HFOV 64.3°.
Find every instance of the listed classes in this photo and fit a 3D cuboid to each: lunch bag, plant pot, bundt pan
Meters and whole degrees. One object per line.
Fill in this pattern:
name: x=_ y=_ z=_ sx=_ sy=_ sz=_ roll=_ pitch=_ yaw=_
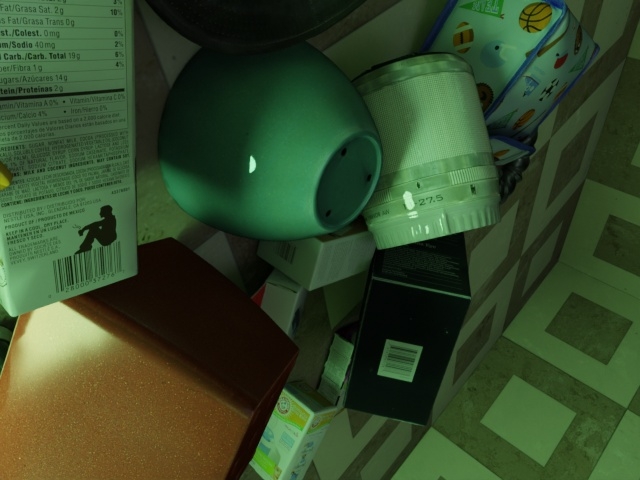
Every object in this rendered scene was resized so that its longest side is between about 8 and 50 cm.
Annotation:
lunch bag: x=0.325 y=-0.284 z=1.008 sx=0.328 sy=0.239 sz=0.385 roll=-6 pitch=137 yaw=-53
plant pot: x=-0.034 y=-0.113 z=0.675 sx=0.290 sy=0.195 sz=0.290 roll=-34 pitch=140 yaw=-34
bundt pan: x=0.462 y=-0.218 z=1.342 sx=0.331 sy=0.124 sz=0.331 roll=-34 pitch=141 yaw=-33
plant pot: x=-0.180 y=0.179 z=0.595 sx=0.267 sy=0.236 sz=0.267 roll=-66 pitch=172 yaw=12

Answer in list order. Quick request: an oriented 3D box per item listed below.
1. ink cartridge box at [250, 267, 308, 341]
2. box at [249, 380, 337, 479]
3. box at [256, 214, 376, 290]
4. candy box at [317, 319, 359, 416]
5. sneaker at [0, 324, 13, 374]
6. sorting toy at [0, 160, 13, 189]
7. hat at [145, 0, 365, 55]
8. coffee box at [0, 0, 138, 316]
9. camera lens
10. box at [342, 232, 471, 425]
ink cartridge box: x=-0.100 y=0.199 z=0.869 sx=0.261 sy=0.066 sz=0.296 roll=-56 pitch=164 yaw=-66
box: x=-0.067 y=0.441 z=1.165 sx=0.103 sy=0.114 sz=0.203 roll=15 pitch=103 yaw=-56
box: x=0.000 y=0.000 z=0.877 sx=0.170 sy=0.130 sz=0.091 roll=-15 pitch=128 yaw=-49
candy box: x=0.079 y=0.323 z=1.312 sx=0.159 sy=0.071 sz=0.233 roll=-16 pitch=129 yaw=-49
sneaker: x=-0.401 y=0.189 z=0.504 sx=0.234 sy=0.106 sz=0.078 roll=-42 pitch=143 yaw=-25
sorting toy: x=-0.374 y=-0.008 z=0.325 sx=0.347 sy=0.047 sz=0.196 roll=-14 pitch=131 yaw=-8
hat: x=-0.059 y=-0.356 z=0.498 sx=0.331 sy=0.134 sz=0.331 roll=-19 pitch=133 yaw=-21
coffee box: x=-0.244 y=-0.115 z=0.411 sx=0.119 sy=0.168 sz=0.297 roll=-22 pitch=132 yaw=-44
camera lens: x=0.156 y=-0.139 z=0.813 sx=0.219 sy=0.219 sz=0.274 roll=-11 pitch=88 yaw=-50
box: x=0.177 y=0.139 z=1.068 sx=0.312 sy=0.179 sz=0.343 roll=-72 pitch=172 yaw=-57
